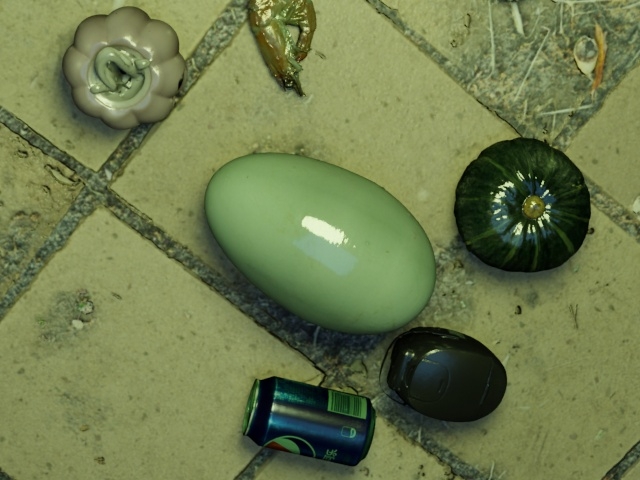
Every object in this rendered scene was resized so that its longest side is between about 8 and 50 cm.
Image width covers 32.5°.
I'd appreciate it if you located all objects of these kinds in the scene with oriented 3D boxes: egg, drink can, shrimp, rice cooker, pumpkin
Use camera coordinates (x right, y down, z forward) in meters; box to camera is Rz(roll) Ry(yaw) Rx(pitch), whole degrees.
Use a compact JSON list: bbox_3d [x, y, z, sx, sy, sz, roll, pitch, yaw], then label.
[{"bbox_3d":[0.000,0.000,1.626,0.371,0.230,0.230,30,103,-6],"label":"egg"},{"bbox_3d":[-0.019,0.290,1.775,0.205,0.118,0.118,15,106,-7],"label":"drink can"},{"bbox_3d":[-0.049,-0.301,1.633,0.099,0.041,0.180,-20,107,-13],"label":"shrimp"},{"bbox_3d":[0.196,0.212,1.761,0.203,0.118,0.142,18,106,-10],"label":"rice cooker"},{"bbox_3d":[0.306,-0.050,1.672,0.211,0.152,0.211,0,90,3],"label":"pumpkin"}]

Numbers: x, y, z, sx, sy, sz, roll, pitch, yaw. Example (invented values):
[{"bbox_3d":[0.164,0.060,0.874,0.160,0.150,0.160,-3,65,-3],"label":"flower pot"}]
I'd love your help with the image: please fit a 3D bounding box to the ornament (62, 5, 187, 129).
[{"bbox_3d":[-0.279,-0.244,1.567,0.177,0.177,0.177,-1,107,-3],"label":"ornament"}]
